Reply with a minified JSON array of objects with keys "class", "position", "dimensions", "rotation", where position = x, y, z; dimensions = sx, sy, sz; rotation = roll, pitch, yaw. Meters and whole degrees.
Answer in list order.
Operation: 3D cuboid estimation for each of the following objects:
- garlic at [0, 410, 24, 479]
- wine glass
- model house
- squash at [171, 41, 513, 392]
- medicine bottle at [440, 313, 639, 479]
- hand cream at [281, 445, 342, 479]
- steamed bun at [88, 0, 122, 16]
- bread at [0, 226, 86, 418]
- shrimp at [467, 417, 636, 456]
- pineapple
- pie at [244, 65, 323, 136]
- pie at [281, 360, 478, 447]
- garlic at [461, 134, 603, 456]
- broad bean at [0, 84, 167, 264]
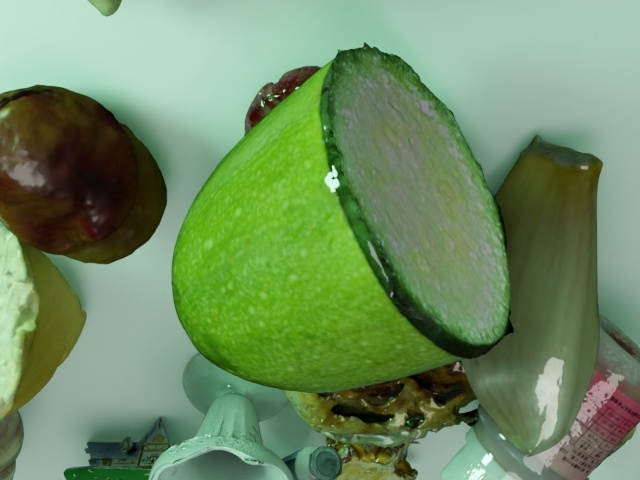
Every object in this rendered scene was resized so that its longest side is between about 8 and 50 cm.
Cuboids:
[{"class":"garlic","position":[-0.455,0.256,1.805],"dimensions":[0.245,0.253,0.245],"rotation":[-3,132,-4]},{"class":"wine glass","position":[-0.103,0.223,1.780],"dimensions":[0.165,0.196,0.165],"rotation":[2,131,2]},{"class":"model house","position":[-0.212,0.278,1.902],"dimensions":[0.167,0.088,0.117],"rotation":[-4,129,10]},{"class":"squash","position":[-0.024,0.011,1.504],"dimensions":[0.309,0.310,0.310],"rotation":[-24,124,27]},{"class":"medicine bottle","position":[0.246,0.199,1.725],"dimensions":[0.147,0.147,0.247],"rotation":[37,103,-23]},{"class":"hand cream","position":[-0.047,0.290,1.885],"dimensions":[0.088,0.055,0.256],"rotation":[27,151,-17]},{"class":"steamed bun","position":[-0.184,-0.309,1.378],"dimensions":[0.428,0.189,0.247],"rotation":[4,104,12]},{"class":"bread","position":[-0.380,0.097,1.670],"dimensions":[0.184,0.211,0.224],"rotation":[19,154,12]},{"class":"shrimp","position":[0.276,0.221,1.846],"dimensions":[0.195,0.035,0.148],"rotation":[-17,131,8]},{"class":"pineapple","position":[0.048,0.264,1.883],"dimensions":[0.137,0.069,0.116],"rotation":[33,124,-23]},{"class":"pie","position":[-0.002,-0.109,1.599],"dimensions":[0.154,0.038,0.153],"rotation":[1,131,1]},{"class":"pie","position":[0.076,0.118,1.746],"dimensions":[0.308,0.085,0.308],"rotation":[-2,128,-3]},{"class":"garlic","position":[0.219,0.052,1.615],"dimensions":[0.143,0.112,0.318],"rotation":[12,103,42]},{"class":"broad bean","position":[-0.250,-0.062,1.590],"dimensions":[0.228,0.122,0.156],"rotation":[44,78,-32]}]
